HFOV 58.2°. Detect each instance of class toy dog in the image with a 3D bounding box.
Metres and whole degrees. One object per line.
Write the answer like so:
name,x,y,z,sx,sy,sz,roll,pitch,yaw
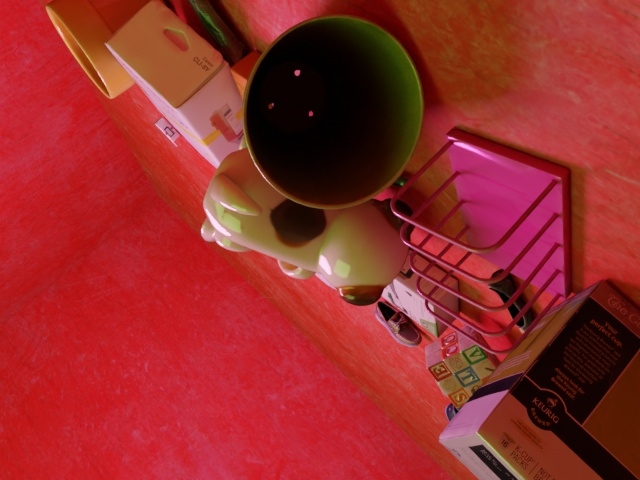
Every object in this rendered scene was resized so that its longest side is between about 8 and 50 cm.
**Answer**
toy dog,-0.008,-0.049,1.169,0.407,0.285,0.395,26,175,-1

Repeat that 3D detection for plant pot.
plant pot,-0.014,-0.222,0.957,0.275,0.274,0.293,54,178,-24
plant pot,-0.503,-0.526,1.440,0.254,0.239,0.254,49,166,17

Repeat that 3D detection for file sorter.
file sorter,0.252,0.015,0.907,0.202,0.182,0.291,32,158,41

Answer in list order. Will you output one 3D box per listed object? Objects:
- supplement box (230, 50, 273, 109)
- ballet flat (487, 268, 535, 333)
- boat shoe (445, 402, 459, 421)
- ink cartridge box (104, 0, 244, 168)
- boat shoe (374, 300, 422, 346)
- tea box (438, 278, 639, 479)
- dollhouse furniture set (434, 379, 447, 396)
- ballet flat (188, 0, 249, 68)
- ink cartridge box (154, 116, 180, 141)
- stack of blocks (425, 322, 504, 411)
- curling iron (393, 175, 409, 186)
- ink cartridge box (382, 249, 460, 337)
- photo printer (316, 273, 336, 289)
supplement box,-0.119,-0.303,1.295,0.078,0.080,0.233,39,165,33
ballet flat,0.369,0.128,1.112,0.173,0.049,0.057,54,163,-23
boat shoe,0.507,0.638,1.867,0.258,0.109,0.089,39,159,20
ink cartridge box,-0.308,-0.351,1.414,0.279,0.160,0.385,43,173,20
boat shoe,0.228,0.249,1.731,0.183,0.066,0.066,36,159,34
tea box,0.425,0.303,0.884,0.329,0.323,0.220,44,163,13
dollhouse furniture set,0.415,0.400,1.491,0.129,0.129,0.184,23,151,54
ballet flat,-0.227,-0.476,1.224,0.250,0.058,0.084,58,179,-16
ink cartridge box,-0.414,-0.298,1.574,0.083,0.028,0.048,48,175,-23
stack of blocks,0.389,0.334,1.302,0.297,0.171,0.087,53,-161,-14
curling iron,0.096,-0.146,1.196,0.068,0.035,0.274,47,166,-34
ink cartridge box,0.218,0.107,1.372,0.219,0.092,0.160,35,160,34
photo printer,0.000,0.000,1.519,0.256,0.107,0.308,44,164,12
